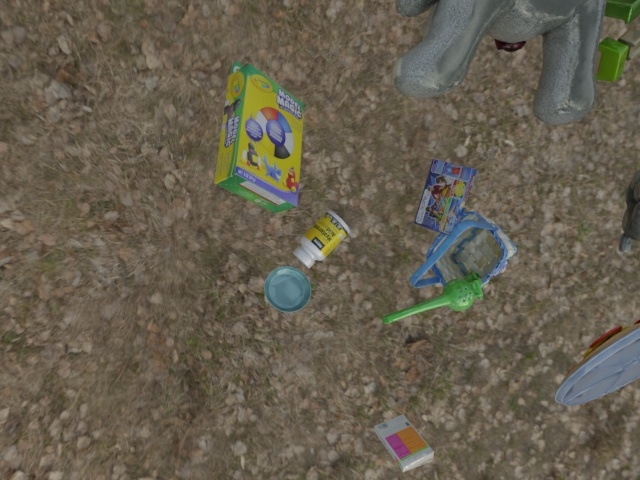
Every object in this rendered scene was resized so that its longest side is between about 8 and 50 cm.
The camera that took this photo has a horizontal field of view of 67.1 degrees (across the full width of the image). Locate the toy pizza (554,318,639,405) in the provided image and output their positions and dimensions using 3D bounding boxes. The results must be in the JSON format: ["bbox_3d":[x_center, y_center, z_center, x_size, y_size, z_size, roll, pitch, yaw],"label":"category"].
[{"bbox_3d":[0.372,0.138,0.592,0.201,0.032,0.201,-15,139,-14],"label":"toy pizza"}]

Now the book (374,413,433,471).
[{"bbox_3d":[0.222,0.542,1.299,0.096,0.144,0.035,-12,121,-21],"label":"book"}]

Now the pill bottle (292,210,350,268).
[{"bbox_3d":[0.000,0.000,0.988,0.065,0.065,0.116,45,83,-12],"label":"pill bottle"}]

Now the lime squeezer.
[{"bbox_3d":[0.256,0.100,0.895,0.310,0.110,0.059,-16,71,-41],"label":"lime squeezer"}]

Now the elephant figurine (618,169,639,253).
[{"bbox_3d":[0.800,-0.067,1.034,0.239,0.186,0.170,6,73,18],"label":"elephant figurine"}]

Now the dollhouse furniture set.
[{"bbox_3d":[0.727,-0.550,1.145,0.301,0.151,0.198,-40,141,-14],"label":"dollhouse furniture set"}]

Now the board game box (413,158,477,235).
[{"bbox_3d":[0.362,-0.126,1.416,0.035,0.136,0.201,4,106,-45],"label":"board game box"}]

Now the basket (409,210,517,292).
[{"bbox_3d":[0.415,0.037,1.392,0.288,0.255,0.201,2,47,-38],"label":"basket"}]

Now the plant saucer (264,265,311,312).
[{"bbox_3d":[-0.083,0.124,1.205,0.119,0.021,0.120,6,66,-14],"label":"plant saucer"}]

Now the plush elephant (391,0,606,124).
[{"bbox_3d":[0.194,-0.334,0.589,0.271,0.255,0.330,-3,120,-17],"label":"plush elephant"}]

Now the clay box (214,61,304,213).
[{"bbox_3d":[-0.087,-0.168,0.746,0.127,0.053,0.222,25,60,-45],"label":"clay box"}]
